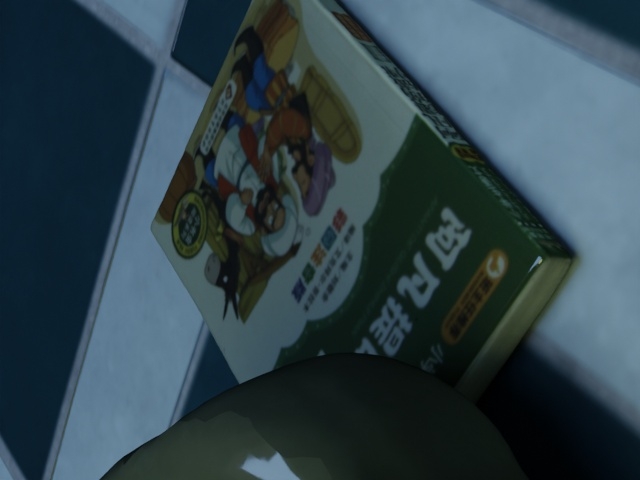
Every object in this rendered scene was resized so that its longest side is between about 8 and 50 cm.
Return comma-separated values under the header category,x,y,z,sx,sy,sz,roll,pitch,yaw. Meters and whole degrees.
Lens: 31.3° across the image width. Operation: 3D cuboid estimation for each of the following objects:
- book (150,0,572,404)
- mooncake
category,x,y,z,sx,sy,sz,roll,pitch,yaw
book,0.000,0.000,0.609,0.264,0.027,0.202,55,127,38
mooncake,0.015,0.182,0.475,0.275,0.135,0.275,10,106,40
